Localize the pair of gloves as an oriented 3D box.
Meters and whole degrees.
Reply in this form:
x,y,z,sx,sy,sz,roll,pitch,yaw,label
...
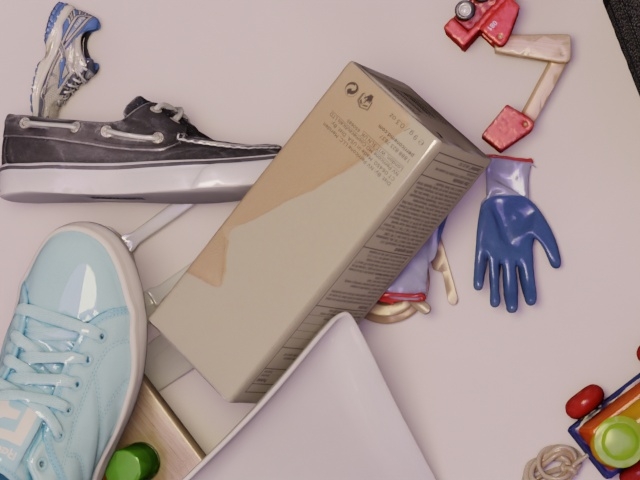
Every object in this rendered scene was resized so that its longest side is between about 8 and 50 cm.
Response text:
x,y,z,sx,sy,sz,roll,pitch,yaw,label
0.137,-0.011,1.720,0.198,0.023,0.159,4,80,-7,pair of gloves

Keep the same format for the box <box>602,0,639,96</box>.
x,y,z,sx,sy,sz,roll,pitch,yaw,label
0.420,-0.198,1.521,0.293,0.395,0.212,-21,87,5,box

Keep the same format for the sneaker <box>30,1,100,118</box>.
x,y,z,sx,sy,sz,roll,pitch,yaw,label
-0.254,-0.168,1.775,0.058,0.052,0.135,13,92,0,sneaker

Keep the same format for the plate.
x,y,z,sx,sy,sz,roll,pitch,yaw,label
-0.017,0.249,1.622,0.278,0.045,0.277,-46,125,-30,plate

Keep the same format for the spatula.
x,y,z,sx,sy,sz,roll,pitch,yaw,label
-0.132,0.028,1.763,0.242,0.019,0.168,-35,83,10,spatula

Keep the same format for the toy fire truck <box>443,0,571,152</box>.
x,y,z,sx,sy,sz,roll,pitch,yaw,label
0.195,-0.195,1.722,0.135,0.047,0.192,43,93,5,toy fire truck

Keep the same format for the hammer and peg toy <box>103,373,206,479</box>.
x,y,z,sx,sy,sz,roll,pitch,yaw,label
-0.201,0.305,1.712,0.266,0.127,0.361,-38,85,7,hammer and peg toy

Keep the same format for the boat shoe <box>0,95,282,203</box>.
x,y,z,sx,sy,sz,roll,pitch,yaw,label
-0.163,-0.089,1.715,0.301,0.108,0.102,0,84,12,boat shoe

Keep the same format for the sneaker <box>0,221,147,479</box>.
x,y,z,sx,sy,sz,roll,pitch,yaw,label
-0.249,0.162,1.581,0.135,0.150,0.366,10,90,11,sneaker

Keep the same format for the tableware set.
x,y,z,sx,sy,sz,roll,pitch,yaw,label
0.049,-0.013,1.739,0.128,0.039,0.194,-15,87,6,tableware set

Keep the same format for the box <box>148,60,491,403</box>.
x,y,z,sx,sy,sz,roll,pitch,yaw,label
0.000,0.000,1.641,0.121,0.148,0.311,44,102,22,box

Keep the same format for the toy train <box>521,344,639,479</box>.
x,y,z,sx,sy,sz,roll,pitch,yaw,label
0.271,0.189,1.656,0.248,0.143,0.105,-38,84,4,toy train
